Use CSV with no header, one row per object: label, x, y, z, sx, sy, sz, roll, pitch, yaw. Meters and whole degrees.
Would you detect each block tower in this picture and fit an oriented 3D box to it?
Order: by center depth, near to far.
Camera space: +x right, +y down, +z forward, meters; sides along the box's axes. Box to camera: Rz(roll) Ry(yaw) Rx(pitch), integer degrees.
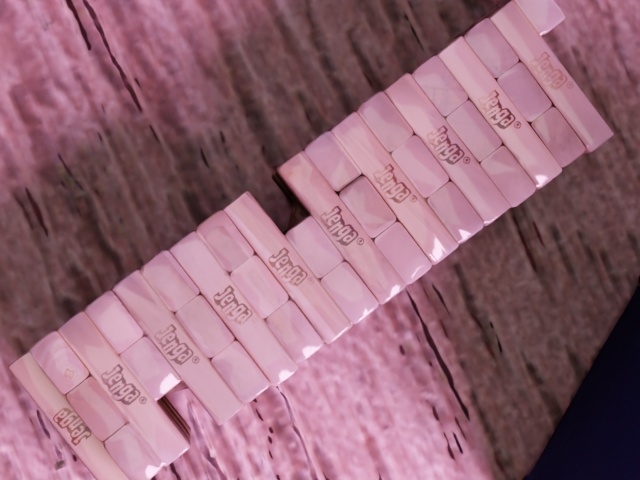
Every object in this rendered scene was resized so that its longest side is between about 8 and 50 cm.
block tower,0.000,0.000,0.711,0.335,0.091,0.097,-38,93,-5

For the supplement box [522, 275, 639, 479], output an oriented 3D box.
supplement box,0.309,0.162,0.684,0.356,0.195,0.194,32,85,-3
